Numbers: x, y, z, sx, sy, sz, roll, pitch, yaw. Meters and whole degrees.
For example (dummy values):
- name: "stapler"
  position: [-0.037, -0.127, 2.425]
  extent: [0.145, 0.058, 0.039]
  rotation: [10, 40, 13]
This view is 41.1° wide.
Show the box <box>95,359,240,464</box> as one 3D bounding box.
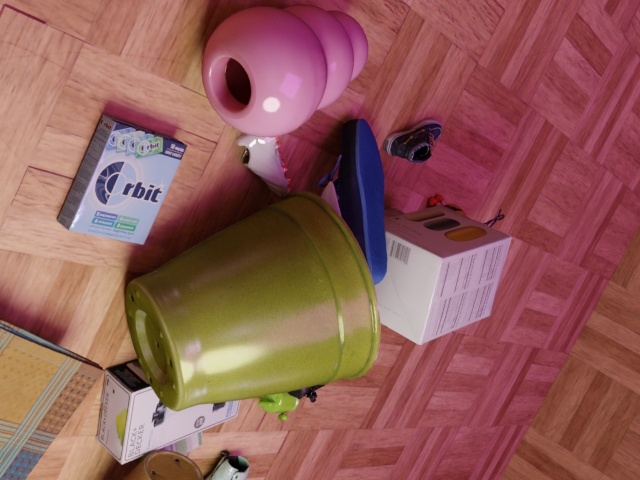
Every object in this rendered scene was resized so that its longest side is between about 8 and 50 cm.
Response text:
- name: "box"
  position: [-0.282, 0.301, 1.659]
  extent: [0.290, 0.087, 0.169]
  rotation: [-12, 124, -46]

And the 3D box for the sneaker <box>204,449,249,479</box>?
- name: "sneaker"
  position: [-0.257, 0.552, 1.872]
  extent: [0.256, 0.094, 0.151]
  rotation: [-16, 134, -57]

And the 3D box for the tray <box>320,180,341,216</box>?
- name: "tray"
  position: [0.000, 0.000, 1.655]
  extent: [0.030, 0.145, 0.270]
  rotation: [-8, 163, -14]

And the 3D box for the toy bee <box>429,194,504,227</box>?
- name: "toy bee"
  position: [0.321, -0.027, 2.128]
  extent: [0.298, 0.162, 0.195]
  rotation: [-45, 161, 26]

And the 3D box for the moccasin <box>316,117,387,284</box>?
- name: "moccasin"
  position: [0.053, -0.078, 1.691]
  extent: [0.137, 0.116, 0.342]
  rotation: [29, 56, -55]

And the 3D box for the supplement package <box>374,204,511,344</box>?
- name: "supplement package"
  position: [0.233, 0.064, 1.809]
  extent: [0.262, 0.199, 0.198]
  rotation: [-13, 122, -46]

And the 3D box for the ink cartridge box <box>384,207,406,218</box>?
- name: "ink cartridge box"
  position: [0.094, 0.048, 1.904]
  extent: [0.278, 0.117, 0.201]
  rotation: [-9, 122, -48]

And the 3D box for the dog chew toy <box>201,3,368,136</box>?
- name: "dog chew toy"
  position: [-0.039, -0.297, 1.420]
  extent: [0.332, 0.206, 0.207]
  rotation: [-30, 137, -45]

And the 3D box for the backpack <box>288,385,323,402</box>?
- name: "backpack"
  position: [-0.009, 0.259, 1.934]
  extent: [0.182, 0.115, 0.152]
  rotation: [-25, 123, -40]

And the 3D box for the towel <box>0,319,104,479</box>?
- name: "towel"
  position: [-0.514, 0.239, 1.247]
  extent: [0.271, 0.040, 0.370]
  rotation: [-53, 145, -4]

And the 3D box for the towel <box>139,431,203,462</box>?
- name: "towel"
  position: [-0.312, 0.416, 1.772]
  extent: [0.152, 0.023, 0.113]
  rotation: [-26, 132, -35]

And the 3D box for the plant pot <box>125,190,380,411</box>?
- name: "plant pot"
  position: [-0.142, 0.131, 1.517]
  extent: [0.353, 0.366, 0.367]
  rotation: [-18, 129, -28]

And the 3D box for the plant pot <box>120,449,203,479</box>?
- name: "plant pot"
  position: [-0.324, 0.536, 1.626]
  extent: [0.237, 0.237, 0.254]
  rotation: [-1, 124, -51]

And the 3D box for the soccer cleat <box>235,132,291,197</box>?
- name: "soccer cleat"
  position: [-0.104, -0.143, 1.574]
  extent: [0.076, 0.068, 0.196]
  rotation: [-19, 146, -2]

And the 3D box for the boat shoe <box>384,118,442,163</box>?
- name: "boat shoe"
  position: [0.230, -0.216, 1.903]
  extent: [0.183, 0.083, 0.065]
  rotation: [-25, 134, -38]

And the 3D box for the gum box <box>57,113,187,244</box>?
- name: "gum box"
  position: [-0.314, -0.093, 1.363]
  extent: [0.157, 0.041, 0.184]
  rotation: [13, 106, -54]

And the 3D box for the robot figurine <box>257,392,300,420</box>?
- name: "robot figurine"
  position: [-0.092, 0.361, 1.955]
  extent: [0.115, 0.067, 0.101]
  rotation: [13, 73, -52]
